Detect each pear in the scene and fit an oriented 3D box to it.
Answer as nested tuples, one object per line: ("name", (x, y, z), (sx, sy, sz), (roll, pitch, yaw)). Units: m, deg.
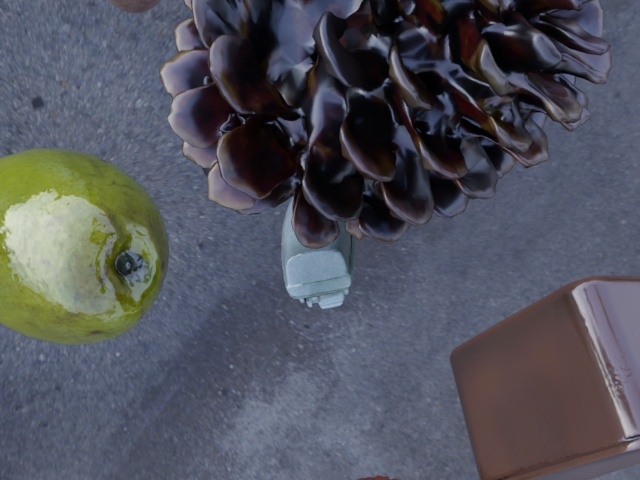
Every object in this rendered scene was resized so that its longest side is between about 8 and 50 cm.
("pear", (-0.322, 0.004, 0.985), (0.253, 0.307, 0.252), (-9, 103, -47))

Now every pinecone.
("pinecone", (0.043, -0.120, 0.500), (0.246, 0.292, 0.246), (9, 76, -39))

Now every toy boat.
("toy boat", (0.000, 0.000, 0.791), (0.078, 0.260, 0.085), (-11, 108, 4))

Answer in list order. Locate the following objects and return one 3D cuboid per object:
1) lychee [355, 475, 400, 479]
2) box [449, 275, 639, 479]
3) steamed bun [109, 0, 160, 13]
("lychee", (0.073, 0.500, 1.169), (0.255, 0.255, 0.299), (15, 59, -18))
("box", (0.375, 0.215, 1.139), (0.240, 0.339, 0.229), (2, 62, -32))
("steamed bun", (-0.197, -0.363, 0.920), (0.106, 0.145, 0.175), (29, 80, -22))
